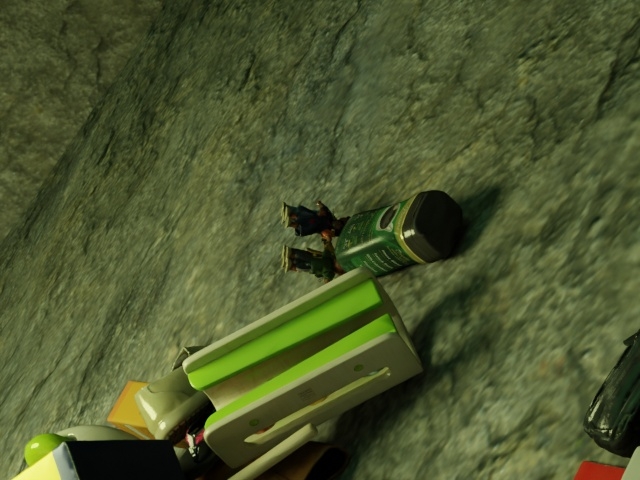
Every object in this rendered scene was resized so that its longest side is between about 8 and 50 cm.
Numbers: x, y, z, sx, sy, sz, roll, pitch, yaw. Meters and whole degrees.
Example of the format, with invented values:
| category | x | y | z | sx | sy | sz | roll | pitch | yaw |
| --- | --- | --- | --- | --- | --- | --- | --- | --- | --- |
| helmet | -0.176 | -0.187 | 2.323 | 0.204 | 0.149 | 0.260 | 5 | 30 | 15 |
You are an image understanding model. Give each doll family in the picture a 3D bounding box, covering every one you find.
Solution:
| category | x | y | z | sx | sy | sz | roll | pitch | yaw |
| --- | --- | --- | --- | --- | --- | --- | --- | --- | --- |
| doll family | 0.000 | 0.000 | 1.968 | 0.076 | 0.111 | 0.193 | 107 | 166 | -51 |

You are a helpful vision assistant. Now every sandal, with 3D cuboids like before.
| category | x | y | z | sx | sy | sz | roll | pitch | yaw |
| --- | --- | --- | --- | --- | --- | --- | --- | --- | --- |
| sandal | -0.146 | 0.246 | 1.781 | 0.067 | 0.040 | 0.179 | -8 | 38 | 42 |

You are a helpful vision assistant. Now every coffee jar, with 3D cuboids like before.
| category | x | y | z | sx | sy | sz | roll | pitch | yaw |
| --- | --- | --- | --- | --- | --- | --- | --- | --- | --- |
| coffee jar | 0.108 | -0.006 | 1.822 | 0.184 | 0.079 | 0.096 | -18 | 38 | 51 |

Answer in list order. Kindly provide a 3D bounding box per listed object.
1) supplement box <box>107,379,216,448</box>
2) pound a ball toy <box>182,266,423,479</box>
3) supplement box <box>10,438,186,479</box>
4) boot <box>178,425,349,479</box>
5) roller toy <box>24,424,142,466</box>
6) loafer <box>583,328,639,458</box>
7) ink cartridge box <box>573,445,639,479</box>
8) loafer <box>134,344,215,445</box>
| category | x | y | z | sx | sy | sz | roll | pitch | yaw |
| --- | --- | --- | --- | --- | --- | --- | --- | --- | --- |
| supplement box | -0.232 | 0.265 | 2.025 | 0.233 | 0.080 | 0.078 | -6 | 51 | 59 |
| pound a ball toy | -0.028 | 0.206 | 1.655 | 0.319 | 0.136 | 0.208 | -29 | 48 | 6 |
| supplement box | -0.337 | 0.416 | 1.686 | 0.356 | 0.194 | 0.195 | -36 | 65 | 27 |
| boot | -0.112 | 0.350 | 1.727 | 0.264 | 0.096 | 0.280 | -46 | 28 | -20 |
| roller toy | -0.320 | 0.372 | 1.899 | 0.146 | 0.209 | 0.191 | -82 | -1 | -48 |
| loafer | 0.331 | 0.106 | 1.308 | 0.223 | 0.076 | 0.078 | -57 | 33 | -4 |
| ink cartridge box | 0.241 | 0.324 | 1.182 | 0.261 | 0.066 | 0.296 | 1 | 56 | 58 |
| loafer | -0.159 | 0.184 | 1.886 | 0.268 | 0.092 | 0.102 | -37 | -16 | -49 |
